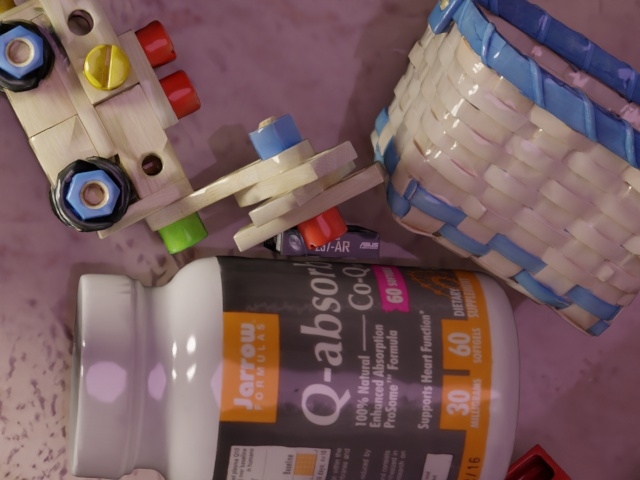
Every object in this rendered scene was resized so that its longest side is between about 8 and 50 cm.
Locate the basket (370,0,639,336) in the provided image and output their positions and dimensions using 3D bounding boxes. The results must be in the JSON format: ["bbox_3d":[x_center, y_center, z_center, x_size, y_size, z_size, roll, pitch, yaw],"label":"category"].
[{"bbox_3d":[0.180,-0.108,1.267,0.255,0.201,0.289,33,112,-20],"label":"basket"}]

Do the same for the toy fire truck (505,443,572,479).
[{"bbox_3d":[0.199,0.237,1.327,0.047,0.135,0.192,-39,61,-5],"label":"toy fire truck"}]

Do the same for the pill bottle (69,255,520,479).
[{"bbox_3d":[-0.021,0.093,1.280,0.278,0.162,0.162,3,92,-10],"label":"pill bottle"}]

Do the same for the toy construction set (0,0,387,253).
[{"bbox_3d":[-0.102,-0.120,1.267,0.215,0.151,0.328,-28,81,-9],"label":"toy construction set"}]

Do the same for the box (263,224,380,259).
[{"bbox_3d":[0.000,0.000,1.319,0.067,0.083,0.018,2,94,-9],"label":"box"}]
